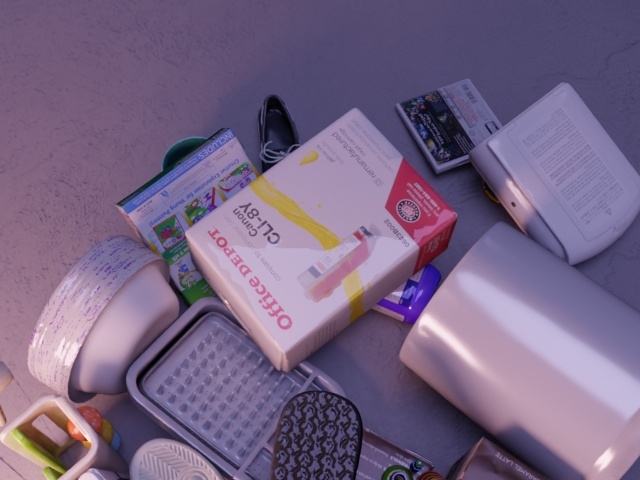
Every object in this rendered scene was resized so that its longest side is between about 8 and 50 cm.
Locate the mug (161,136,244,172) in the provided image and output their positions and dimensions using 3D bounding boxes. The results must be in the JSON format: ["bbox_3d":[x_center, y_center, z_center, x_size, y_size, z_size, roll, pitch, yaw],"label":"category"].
[{"bbox_3d":[-0.225,-0.124,1.717,0.157,0.097,0.130,-2,66,-4],"label":"mug"}]

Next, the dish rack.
[{"bbox_3d":[-0.143,0.271,1.504,0.333,0.072,0.285,37,43,5],"label":"dish rack"}]

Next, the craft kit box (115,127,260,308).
[{"bbox_3d":[-0.204,-0.038,1.629,0.250,0.061,0.247,-38,110,-17],"label":"craft kit box"}]

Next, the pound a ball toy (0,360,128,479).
[{"bbox_3d":[-0.418,0.302,1.405,0.135,0.319,0.208,-41,73,-18],"label":"pound a ball toy"}]

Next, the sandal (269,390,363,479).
[{"bbox_3d":[-0.028,0.447,1.305,0.167,0.107,0.446,15,78,9],"label":"sandal"}]

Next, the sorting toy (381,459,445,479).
[{"bbox_3d":[0.147,0.369,1.364,0.102,0.042,0.061,9,68,-1],"label":"sorting toy"}]

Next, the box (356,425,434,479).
[{"bbox_3d":[0.060,0.429,1.449,0.167,0.168,0.203,26,69,8],"label":"box"}]

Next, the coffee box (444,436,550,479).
[{"bbox_3d":[0.273,0.416,1.420,0.141,0.246,0.098,31,69,11],"label":"coffee box"}]

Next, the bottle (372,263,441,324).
[{"bbox_3d":[0.078,0.056,1.652,0.282,0.092,0.118,22,65,7],"label":"bottle"}]

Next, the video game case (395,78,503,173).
[{"bbox_3d":[0.272,-0.237,1.810,0.173,0.022,0.190,-20,59,-11],"label":"video game case"}]

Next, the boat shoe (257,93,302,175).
[{"bbox_3d":[-0.074,-0.171,1.753,0.095,0.079,0.255,-5,67,-5],"label":"boat shoe"}]

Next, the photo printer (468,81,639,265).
[{"bbox_3d":[0.468,-0.118,1.704,0.256,0.107,0.307,-37,89,-20],"label":"photo printer"}]

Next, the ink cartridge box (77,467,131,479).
[{"bbox_3d":[-0.353,0.453,1.375,0.172,0.237,0.100,-43,74,-9],"label":"ink cartridge box"}]

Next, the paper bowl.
[{"bbox_3d":[-0.348,0.145,1.494,0.148,0.284,0.284,31,69,10],"label":"paper bowl"}]

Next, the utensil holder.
[{"bbox_3d":[0.374,0.196,1.482,0.385,0.328,0.327,38,70,16],"label":"utensil holder"}]

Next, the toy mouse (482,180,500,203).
[{"bbox_3d":[0.397,-0.108,1.769,0.143,0.031,0.161,-20,69,-10],"label":"toy mouse"}]

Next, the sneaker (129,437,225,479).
[{"bbox_3d":[-0.178,0.458,1.404,0.131,0.148,0.350,-43,96,-25],"label":"sneaker"}]

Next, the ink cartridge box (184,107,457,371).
[{"bbox_3d":[0.000,0.000,1.536,0.384,0.160,0.279,-37,75,-13],"label":"ink cartridge box"}]
